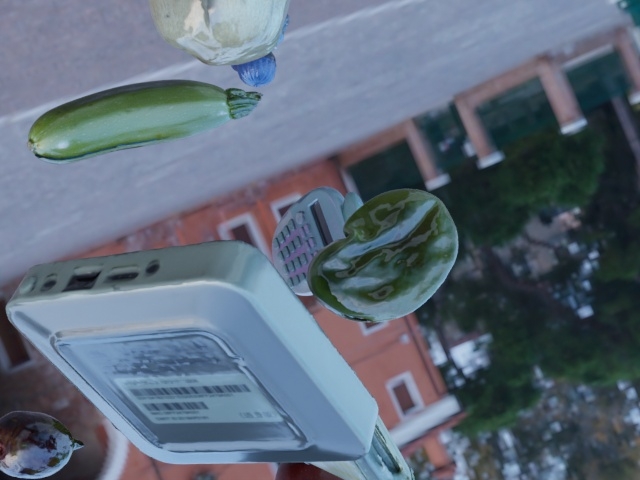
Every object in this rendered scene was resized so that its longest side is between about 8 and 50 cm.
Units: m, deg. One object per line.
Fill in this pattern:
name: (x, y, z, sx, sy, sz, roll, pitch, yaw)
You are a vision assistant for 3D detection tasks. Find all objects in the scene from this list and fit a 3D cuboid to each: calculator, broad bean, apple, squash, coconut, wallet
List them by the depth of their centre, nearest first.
coconut: (-0.128, -0.339, 1.609, 0.224, 0.224, 0.224, -23, -179, 0)
broad bean: (0.083, 0.023, 1.611, 0.207, 0.153, 0.072, -29, 173, -2)
squash: (-0.240, -0.173, 1.731, 0.341, 0.094, 0.094, -15, 178, -23)
wallet: (0.001, 0.263, 1.831, 0.077, 0.223, 0.309, -39, -163, -18)
apple: (0.003, 0.455, 2.279, 0.181, 0.168, 0.181, -17, 176, -1)
calculator: (0.000, 0.000, 2.420, 0.041, 0.185, 0.299, -8, 160, -40)

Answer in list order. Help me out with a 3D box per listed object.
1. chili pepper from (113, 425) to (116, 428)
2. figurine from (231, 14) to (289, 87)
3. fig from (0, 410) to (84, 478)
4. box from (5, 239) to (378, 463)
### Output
chili pepper: (-0.256, 0.228, 2.255, 0.257, 0.233, 0.248, -5, 150, 1)
figurine: (-0.105, -0.353, 2.326, 0.149, 0.087, 0.086, -60, -179, -12)
fig: (-0.421, 0.306, 1.894, 0.155, 0.109, 0.103, 5, 118, -56)
box: (-0.156, 0.155, 1.553, 0.367, 0.373, 0.090, -8, -134, 31)
